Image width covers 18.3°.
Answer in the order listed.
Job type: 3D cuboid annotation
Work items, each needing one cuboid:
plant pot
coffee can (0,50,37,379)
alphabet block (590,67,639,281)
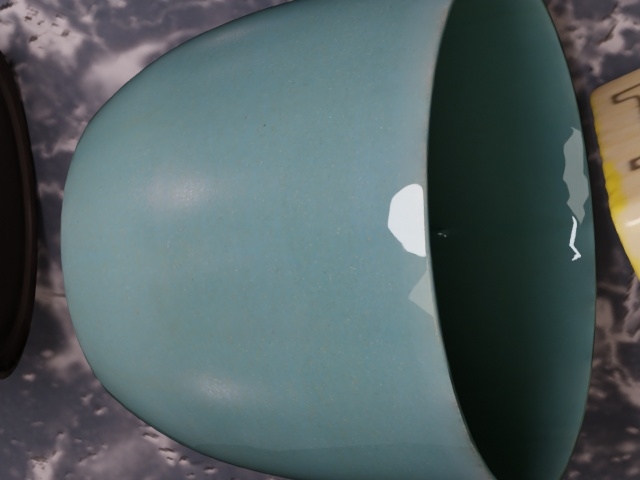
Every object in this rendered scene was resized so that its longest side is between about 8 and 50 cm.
[{"bbox_3d":[0.000,0.000,1.097,0.235,0.293,0.293,-3,117,23],"label":"plant pot"},{"bbox_3d":[-0.321,-0.011,1.147,0.275,0.201,0.201,-4,116,6],"label":"coffee can"},{"bbox_3d":[0.281,-0.013,1.114,0.197,0.193,0.192,-22,111,14],"label":"alphabet block"}]
